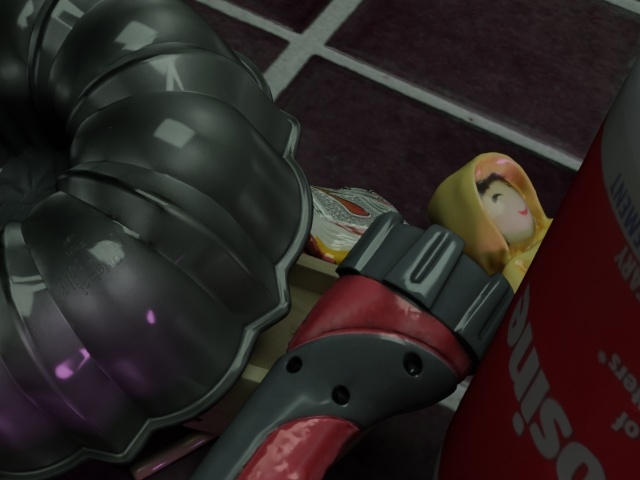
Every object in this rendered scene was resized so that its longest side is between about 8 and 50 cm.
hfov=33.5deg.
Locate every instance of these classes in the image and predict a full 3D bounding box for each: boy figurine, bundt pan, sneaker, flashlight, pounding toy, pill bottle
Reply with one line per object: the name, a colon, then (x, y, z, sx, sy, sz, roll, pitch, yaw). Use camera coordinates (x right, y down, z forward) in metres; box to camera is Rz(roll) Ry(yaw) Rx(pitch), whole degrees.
boy figurine: (0.207, 0.038, 0.797, 0.285, 0.092, 0.177, 43, 51, 18)
bundt pan: (-0.177, -0.033, 0.634, 0.330, 0.124, 0.331, -6, 62, 12)
sneaker: (0.000, 0.000, 0.791, 0.225, 0.088, 0.093, 28, 38, 2)
flashlight: (-0.012, 0.129, 0.578, 0.103, 0.103, 0.304, 41, 72, -17)
pounding toy: (-0.038, 0.088, 0.693, 0.130, 0.100, 0.141, 19, 47, -18)
pill bottle: (0.187, 0.098, 0.514, 0.229, 0.408, 0.229, 8, 46, -8)
